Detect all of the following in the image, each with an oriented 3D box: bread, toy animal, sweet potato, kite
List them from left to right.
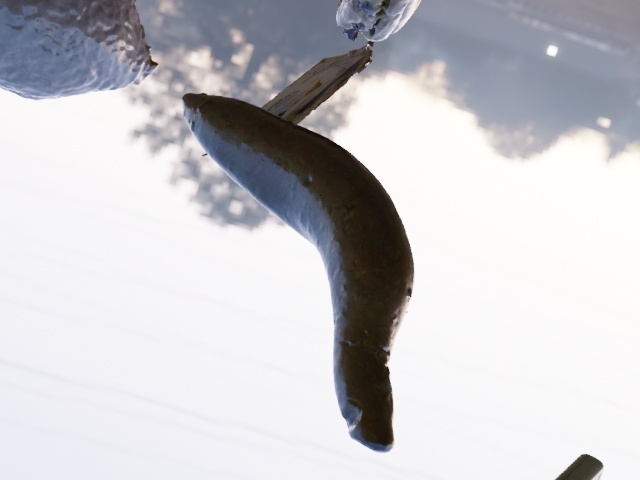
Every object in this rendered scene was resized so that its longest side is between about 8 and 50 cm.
[{"bbox_3d":[-0.337,-0.284,1.811,0.358,0.226,0.188,23,174,-30],"label":"toy animal"},{"bbox_3d":[-0.051,-0.207,2.436,0.013,0.327,0.377,54,-160,-15],"label":"kite"},{"bbox_3d":[0.007,-0.001,1.180,0.346,0.108,0.079,62,-175,32],"label":"sweet potato"},{"bbox_3d":[0.097,-0.370,1.953,0.099,0.235,0.210,17,157,-7],"label":"bread"}]

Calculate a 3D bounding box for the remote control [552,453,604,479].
[{"bbox_3d":[0.207,0.278,1.505,0.038,0.098,0.233,24,-159,21],"label":"remote control"}]
